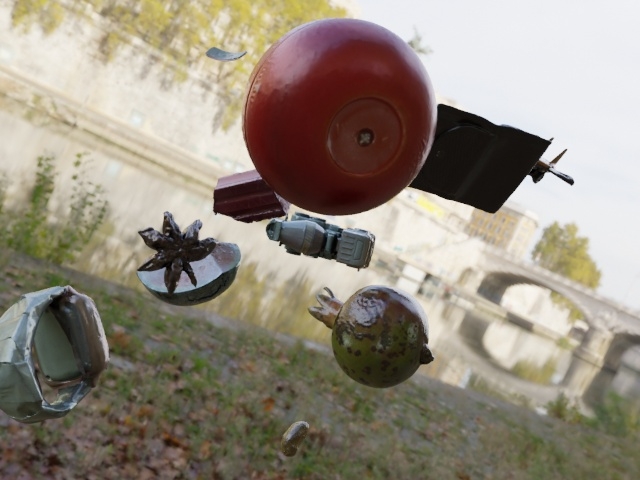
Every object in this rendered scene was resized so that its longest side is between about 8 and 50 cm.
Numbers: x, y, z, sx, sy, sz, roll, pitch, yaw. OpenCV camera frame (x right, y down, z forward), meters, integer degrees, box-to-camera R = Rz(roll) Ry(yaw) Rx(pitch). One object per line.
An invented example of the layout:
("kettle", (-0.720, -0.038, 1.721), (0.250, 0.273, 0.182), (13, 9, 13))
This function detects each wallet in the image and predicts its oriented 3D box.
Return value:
("wallet", (0.354, -0.188, 1.798), (0.323, 0.247, 0.041), (14, 40, -24))

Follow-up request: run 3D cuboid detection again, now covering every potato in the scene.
("potato", (-0.062, 0.456, 1.754), (0.046, 0.092, 0.045), (41, -25, -18))

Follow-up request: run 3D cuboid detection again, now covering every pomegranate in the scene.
("pomegranate", (0.101, 0.164, 1.456), (0.198, 0.198, 0.246), (24, 15, -42))

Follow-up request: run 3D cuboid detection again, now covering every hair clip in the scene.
("hair clip", (-0.279, -0.555, 2.268), (0.137, 0.054, 0.022), (13, -47, 28))

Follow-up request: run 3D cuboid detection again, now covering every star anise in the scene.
("star anise", (-0.370, 0.020, 1.914), (0.197, 0.212, 0.073), (32, -22, -19))

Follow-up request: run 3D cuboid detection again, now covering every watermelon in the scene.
("watermelon", (-0.374, 0.139, 2.340), (0.188, 0.322, 0.175), (-123, -164, -44))

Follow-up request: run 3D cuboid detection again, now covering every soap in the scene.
("soap", (-0.230, -0.138, 2.407), (0.250, 0.099, 0.162), (-9, -49, 25))

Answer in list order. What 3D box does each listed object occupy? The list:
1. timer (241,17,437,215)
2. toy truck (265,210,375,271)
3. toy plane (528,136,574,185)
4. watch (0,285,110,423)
("timer", (0.038, -0.232, 1.459), (0.378, 0.378, 0.279), (25, 9, -25))
("toy truck", (0.000, 0.000, 1.857), (0.256, 0.108, 0.140), (15, 3, 8))
("toy plane", (0.530, -0.208, 1.955), (0.316, 0.103, 0.204), (-10, 51, -49))
("watch", (-0.551, 0.226, 1.488), (0.162, 0.253, 0.241), (-20, -6, 20))
